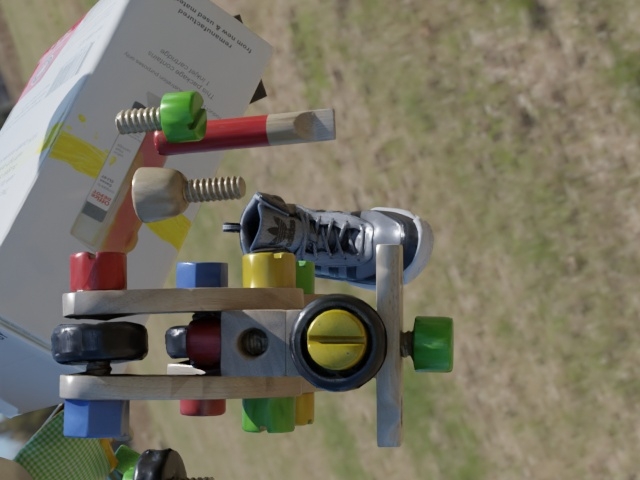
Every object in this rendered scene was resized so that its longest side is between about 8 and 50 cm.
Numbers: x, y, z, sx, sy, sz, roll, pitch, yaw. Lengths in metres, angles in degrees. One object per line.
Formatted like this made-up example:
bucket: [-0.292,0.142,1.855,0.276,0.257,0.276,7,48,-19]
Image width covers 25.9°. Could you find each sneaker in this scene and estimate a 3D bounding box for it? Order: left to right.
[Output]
sneaker: [0.000,0.000,1.680,0.268,0.153,0.101,1,81,47]

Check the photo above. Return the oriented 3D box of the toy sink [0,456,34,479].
toy sink: [-0.336,0.306,1.331,0.153,0.131,0.234,25,-174,-40]

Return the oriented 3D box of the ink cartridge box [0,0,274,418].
ink cartridge box: [-0.236,-0.038,1.343,0.160,0.384,0.279,34,152,-21]

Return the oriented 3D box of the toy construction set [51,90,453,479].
toy construction set: [-0.021,0.033,0.933,0.257,0.237,0.309,62,-153,-58]

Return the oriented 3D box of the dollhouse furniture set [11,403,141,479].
dollhouse furniture set: [-0.245,0.321,1.603,0.151,0.197,0.301,27,156,23]

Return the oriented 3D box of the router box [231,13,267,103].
router box: [-0.157,-0.250,2.048,0.179,0.046,0.133,-34,-71,-57]
